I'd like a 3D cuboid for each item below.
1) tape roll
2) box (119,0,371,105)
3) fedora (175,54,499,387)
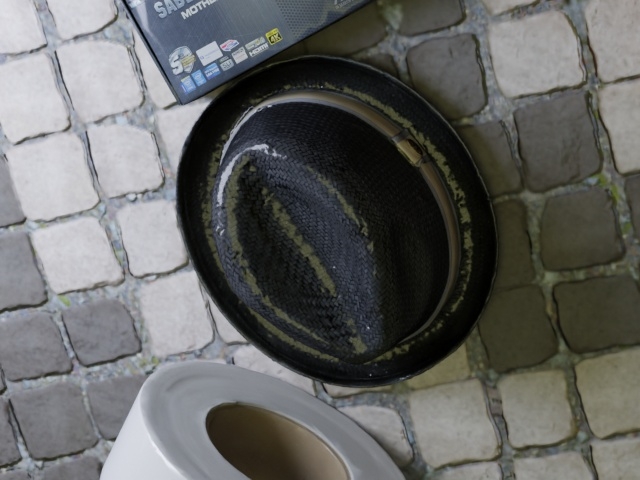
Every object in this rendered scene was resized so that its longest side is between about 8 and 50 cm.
[{"bbox_3d":[-0.057,0.232,1.365,0.286,0.286,0.100,28,110,5],"label":"tape roll"},{"bbox_3d":[-0.072,-0.257,1.356,0.232,0.059,0.183,-26,96,18],"label":"box"},{"bbox_3d":[0.000,0.000,1.357,0.334,0.152,0.334,4,105,13],"label":"fedora"}]
